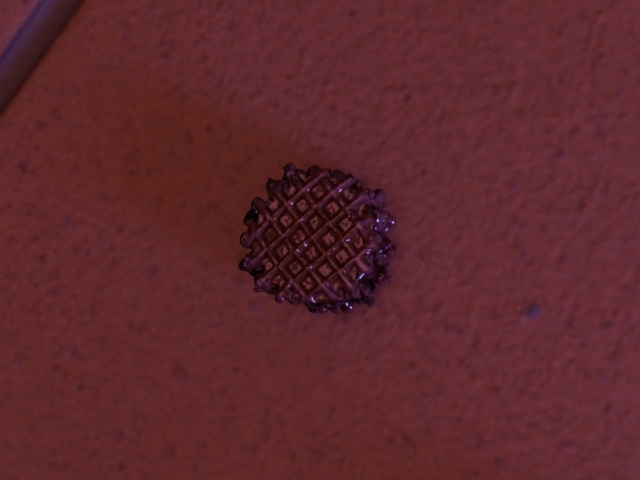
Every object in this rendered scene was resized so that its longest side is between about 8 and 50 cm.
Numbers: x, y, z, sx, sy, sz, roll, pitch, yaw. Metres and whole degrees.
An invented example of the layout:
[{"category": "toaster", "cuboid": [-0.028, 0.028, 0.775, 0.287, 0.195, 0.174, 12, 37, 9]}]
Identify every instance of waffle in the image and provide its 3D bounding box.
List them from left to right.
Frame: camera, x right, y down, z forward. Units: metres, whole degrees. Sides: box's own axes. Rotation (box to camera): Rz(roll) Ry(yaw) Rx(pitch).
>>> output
[{"category": "waffle", "cuboid": [0.000, 0.000, 0.856, 0.083, 0.029, 0.075, 11, 90, 19]}]
